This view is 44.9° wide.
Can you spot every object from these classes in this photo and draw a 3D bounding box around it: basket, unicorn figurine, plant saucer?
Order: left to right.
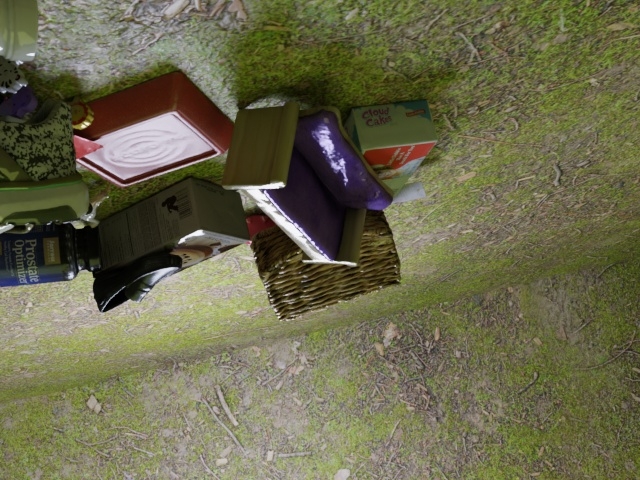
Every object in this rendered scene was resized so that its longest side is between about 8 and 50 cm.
[{"bbox_3d":[-0.455,-0.060,1.453,0.162,0.060,0.111,-13,168,-12],"label":"unicorn figurine"},{"bbox_3d":[-0.289,-0.164,1.268,0.259,0.047,0.259,-17,163,11],"label":"plant saucer"},{"bbox_3d":[0.000,0.000,1.688,0.299,0.223,0.213,-18,134,1],"label":"basket"}]

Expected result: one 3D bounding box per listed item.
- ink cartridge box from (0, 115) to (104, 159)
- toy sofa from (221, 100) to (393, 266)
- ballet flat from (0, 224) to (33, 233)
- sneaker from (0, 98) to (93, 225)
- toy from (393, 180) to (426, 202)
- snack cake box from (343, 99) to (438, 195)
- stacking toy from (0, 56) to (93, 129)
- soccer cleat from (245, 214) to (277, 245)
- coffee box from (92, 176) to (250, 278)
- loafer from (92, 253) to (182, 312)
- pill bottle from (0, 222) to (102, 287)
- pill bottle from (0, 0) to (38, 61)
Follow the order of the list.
[{"bbox_3d":[-0.433,-0.119,1.141,0.146,0.045,0.179,-19,161,27],"label":"ink cartridge box"},{"bbox_3d":[-0.007,-0.086,1.372,0.177,0.150,0.362,1,157,24],"label":"toy sofa"},{"bbox_3d":[-0.642,-0.042,1.262,0.349,0.123,0.123,-6,162,-26],"label":"ballet flat"},{"bbox_3d":[-0.476,-0.113,0.927,0.411,0.181,0.158,-4,-167,-42],"label":"sneaker"},{"bbox_3d":[0.112,-0.115,1.744,0.238,0.056,0.137,-12,168,10],"label":"toy"},{"bbox_3d":[0.107,-0.166,1.510,0.152,0.089,0.264,-7,162,-16],"label":"snack cake box"},{"bbox_3d":[-0.457,-0.176,1.080,0.221,0.052,0.167,-16,164,11],"label":"stacking toy"},{"bbox_3d":[-0.096,-0.021,1.853,0.248,0.082,0.095,-5,175,-26],"label":"soccer cleat"},{"bbox_3d":[-0.320,-0.011,1.618,0.297,0.118,0.168,-23,161,27],"label":"coffee box"},{"bbox_3d":[-0.366,0.086,1.558,0.223,0.078,0.076,-22,158,25],"label":"loafer"},{"bbox_3d":[-0.546,0.024,1.522,0.219,0.122,0.123,-5,162,-14],"label":"pill bottle"},{"bbox_3d":[-0.424,-0.229,0.763,0.264,0.146,0.146,-5,162,-30],"label":"pill bottle"}]
